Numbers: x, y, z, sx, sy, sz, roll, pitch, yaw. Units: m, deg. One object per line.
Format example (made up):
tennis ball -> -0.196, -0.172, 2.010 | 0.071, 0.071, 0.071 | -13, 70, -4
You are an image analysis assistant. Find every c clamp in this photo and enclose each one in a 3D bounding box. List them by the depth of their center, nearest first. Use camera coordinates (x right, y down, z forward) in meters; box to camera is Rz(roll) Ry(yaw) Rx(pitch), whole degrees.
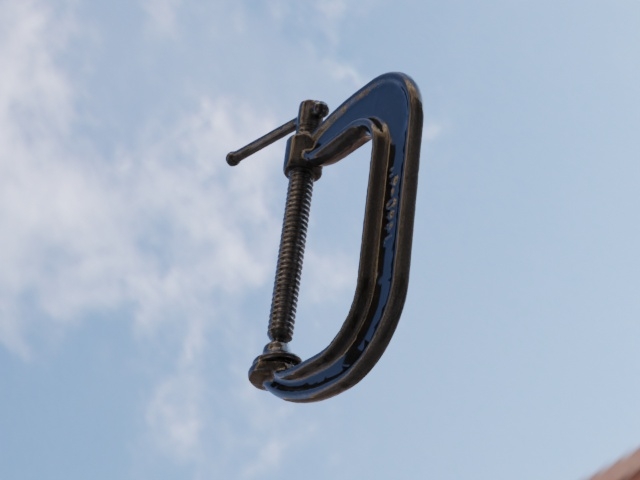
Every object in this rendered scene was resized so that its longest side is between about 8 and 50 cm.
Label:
c clamp -> 0.000, 0.000, 0.678 | 0.022, 0.160, 0.137 | 25, -40, -28
